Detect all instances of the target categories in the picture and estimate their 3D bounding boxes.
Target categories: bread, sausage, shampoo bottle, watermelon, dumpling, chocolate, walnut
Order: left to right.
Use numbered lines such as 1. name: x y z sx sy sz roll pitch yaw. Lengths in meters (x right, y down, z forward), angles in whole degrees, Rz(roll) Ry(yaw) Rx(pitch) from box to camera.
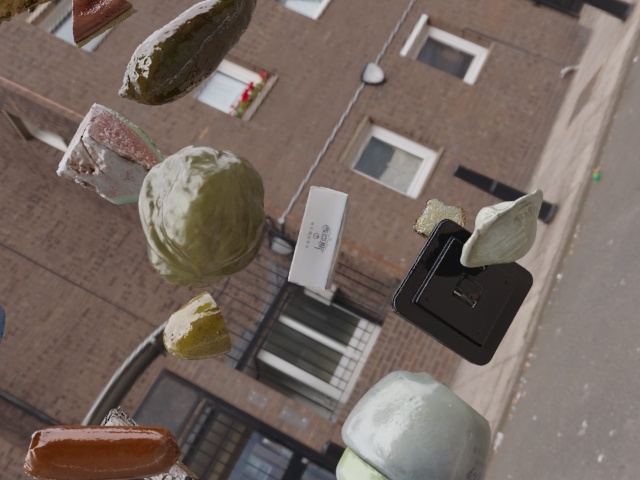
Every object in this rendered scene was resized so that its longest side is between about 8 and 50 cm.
1. bread: -0.615 -0.627 1.618 0.192 0.119 0.067 -32 -1 -5
2. sausage: -0.289 0.286 0.793 0.076 0.198 0.076 -176 90 -73
3. watermelon: -0.517 -0.221 1.468 0.193 0.310 0.232 -35 -1 38
4. chocolate: -0.430 0.527 1.434 0.102 0.329 0.065 -61 -27 -6
5. walnut: -0.244 -0.050 1.232 0.253 0.282 0.276 33 -131 -48
6. shampoo bottle: 0.209 0.464 1.319 0.317 0.322 0.322 -61 -9 -11
7. bread: 0.321 -0.045 1.584 0.129 0.126 0.044 -61 -12 -15
8. dumpling: 0.399 -0.029 1.287 0.166 0.216 0.126 59 -163 -55

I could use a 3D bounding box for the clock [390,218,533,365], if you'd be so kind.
1. clock: 0.343 0.121 1.410 0.273 0.279 0.049 -57 1 -14

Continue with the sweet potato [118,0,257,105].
1. sweet potato: -0.231 -0.411 1.162 0.422 0.130 0.130 -54 -12 -18

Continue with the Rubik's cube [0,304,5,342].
1. Rubik's cube: -0.522 0.094 0.776 0.254 0.254 0.254 -61 -9 -17

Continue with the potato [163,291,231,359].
1. potato: -0.338 0.244 1.563 0.158 0.203 0.178 -23 -54 -24

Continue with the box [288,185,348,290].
1. box: 0.003 0.000 1.692 0.203 0.116 0.274 49 -125 -84

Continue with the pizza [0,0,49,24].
1. pizza: -0.249 -0.234 0.449 0.251 0.074 0.287 155 137 -83
